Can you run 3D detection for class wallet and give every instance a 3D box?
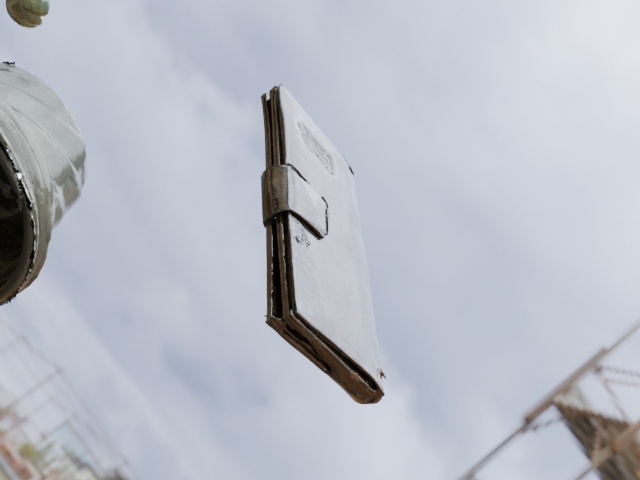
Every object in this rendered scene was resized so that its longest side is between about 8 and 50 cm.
[{"bbox_3d":[0.001,0.000,1.432,0.169,0.044,0.317,48,26,-39],"label":"wallet"}]

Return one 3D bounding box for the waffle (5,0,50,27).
[{"bbox_3d":[-0.350,-0.398,1.717,0.309,0.056,0.291,-138,-133,-73],"label":"waffle"}]

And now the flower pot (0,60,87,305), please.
[{"bbox_3d":[-0.298,-0.067,1.277,0.235,0.140,0.235,16,-56,25],"label":"flower pot"}]
